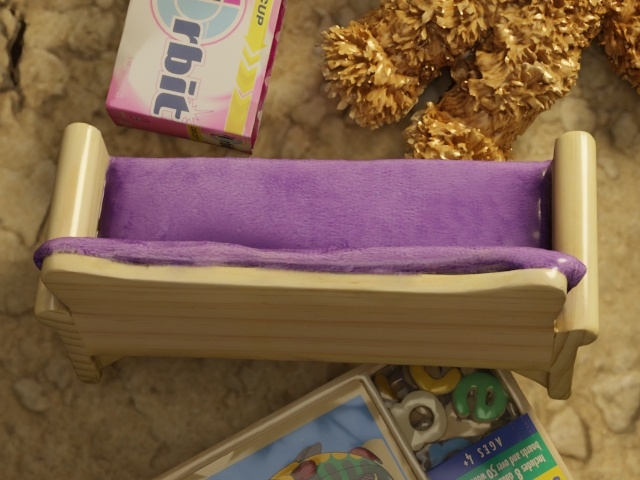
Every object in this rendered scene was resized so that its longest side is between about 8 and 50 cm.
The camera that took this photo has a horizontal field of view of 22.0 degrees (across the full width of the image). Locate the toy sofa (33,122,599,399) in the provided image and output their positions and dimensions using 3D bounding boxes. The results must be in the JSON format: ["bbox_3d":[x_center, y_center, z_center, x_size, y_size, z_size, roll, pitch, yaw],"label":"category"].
[{"bbox_3d":[0.000,0.000,1.094,0.362,0.177,0.150,1,61,6],"label":"toy sofa"}]

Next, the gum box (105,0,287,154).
[{"bbox_3d":[-0.082,-0.169,1.208,0.107,0.062,0.188,12,82,1],"label":"gum box"}]

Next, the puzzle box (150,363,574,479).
[{"bbox_3d":[-0.005,0.258,1.129,0.409,0.052,0.272,-29,82,-10],"label":"puzzle box"}]

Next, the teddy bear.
[{"bbox_3d":[0.153,-0.185,1.188,0.338,0.113,0.245,-31,85,-4],"label":"teddy bear"}]
